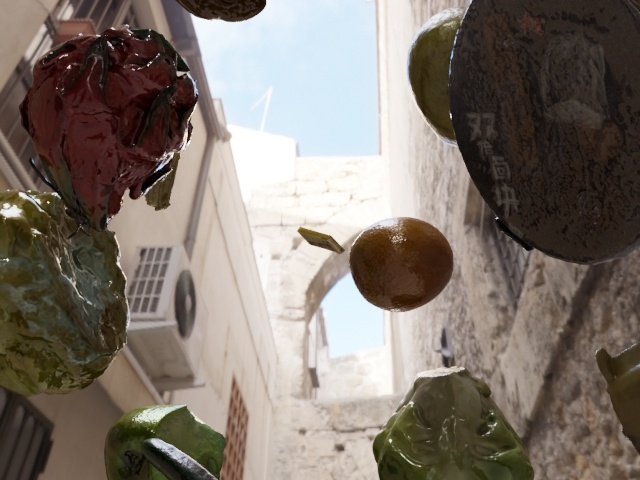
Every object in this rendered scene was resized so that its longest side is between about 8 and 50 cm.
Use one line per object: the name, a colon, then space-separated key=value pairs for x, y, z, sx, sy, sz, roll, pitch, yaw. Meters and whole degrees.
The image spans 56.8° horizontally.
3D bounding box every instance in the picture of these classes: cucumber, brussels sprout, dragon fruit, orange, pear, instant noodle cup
cucumber: x=-0.199 y=0.408 z=0.979 sx=0.284 sy=0.056 sz=0.056 roll=25 pitch=-34 yaw=26
brussels sprout: x=0.234 y=0.405 z=1.112 sx=0.274 sy=0.316 sz=0.243 roll=-38 pitch=-27 yaw=18
dragon fruit: x=-0.277 y=-0.140 z=0.778 sx=0.234 sy=0.292 sz=0.234 roll=8 pitch=-11 yaw=2
orange: x=0.157 y=0.045 z=1.153 sx=0.206 sy=0.206 sz=0.206 roll=0 pitch=-41 yaw=0
pear: x=0.237 y=-0.244 z=0.903 sx=0.188 sy=0.211 sz=0.228 roll=-32 pitch=-89 yaw=29
instant noodle cup: x=0.242 y=-0.115 z=0.451 sx=0.208 sy=0.217 sz=0.217 roll=-22 pitch=-38 yaw=-18
pear: x=-0.354 y=0.491 z=1.263 sx=0.177 sy=0.286 sz=0.281 roll=-18 pitch=-48 yaw=19

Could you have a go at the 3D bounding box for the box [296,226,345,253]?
box: x=0.000 y=0.000 z=1.673 sx=0.149 sy=0.020 sz=0.073 roll=15 pitch=-25 yaw=49

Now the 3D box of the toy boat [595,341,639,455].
toy boat: x=0.469 y=0.227 z=0.558 sx=0.446 sy=0.162 sz=0.136 roll=33 pitch=-41 yaw=0

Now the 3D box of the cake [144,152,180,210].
cake: x=-0.378 y=-0.165 z=1.335 sx=0.116 sy=0.184 sz=0.080 roll=19 pitch=9 yaw=38

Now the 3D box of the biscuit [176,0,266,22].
biscuit: x=-0.183 y=-0.593 z=1.095 sx=0.382 sy=0.074 sz=0.358 roll=9 pitch=-68 yaw=-23

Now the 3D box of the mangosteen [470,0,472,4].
mangosteen: x=0.437 y=-0.491 z=1.218 sx=0.258 sy=0.215 sz=0.215 roll=-7 pitch=-34 yaw=-32

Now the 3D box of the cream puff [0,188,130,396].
cream puff: x=-0.497 y=0.090 z=0.991 sx=0.276 sy=0.378 sz=0.378 roll=-17 pitch=-43 yaw=3
